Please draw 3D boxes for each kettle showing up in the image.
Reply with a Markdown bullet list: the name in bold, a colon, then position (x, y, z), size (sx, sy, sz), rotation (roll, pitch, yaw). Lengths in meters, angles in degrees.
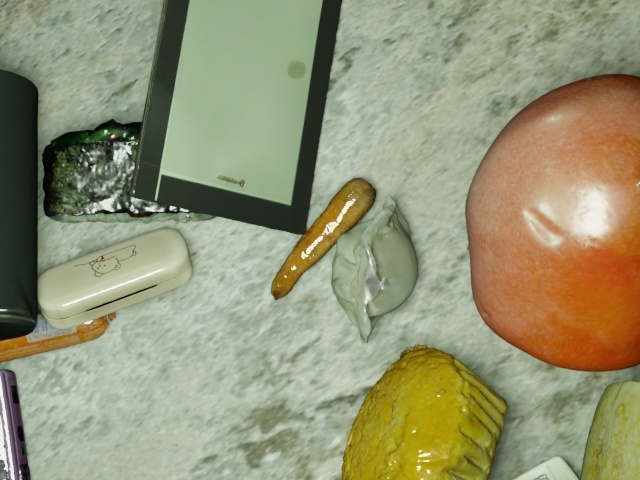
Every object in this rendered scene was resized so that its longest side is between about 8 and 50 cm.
- **kettle**: position (-0.468, -0.033, 1.587), size (0.262, 0.203, 0.308), rotation (-6, 78, 6)

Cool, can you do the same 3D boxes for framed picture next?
- **framed picture**: position (-0.093, -0.196, 1.600), size (0.265, 0.016, 0.347), rotation (11, 85, -40)

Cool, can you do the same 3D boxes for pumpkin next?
- **pumpkin**: position (0.443, 0.260, 1.470), size (0.332, 0.332, 0.199), rotation (2, 84, 4)

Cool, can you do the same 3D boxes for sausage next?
- **sausage**: position (-0.428, 0.134, 1.665), size (0.347, 0.053, 0.053), rotation (-14, 85, 2)

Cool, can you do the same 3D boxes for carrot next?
- **carrot**: position (0.000, 0.000, 1.655), size (0.047, 0.047, 0.191), rotation (40, 91, 5)

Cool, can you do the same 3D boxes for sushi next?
- **sushi**: position (-0.232, -0.083, 1.633), size (0.225, 0.124, 0.127), rotation (-2, 87, 3)

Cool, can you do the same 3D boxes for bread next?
- **bread**: position (0.117, 0.246, 1.545), size (0.139, 0.240, 0.240), rotation (31, 88, -17)

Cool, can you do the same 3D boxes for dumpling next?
- **dumpling**: position (0.060, 0.035, 1.607), size (0.108, 0.127, 0.188), rotation (14, 92, 17)

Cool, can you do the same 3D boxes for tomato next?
- **tomato**: position (0.294, -0.021, 1.503), size (0.272, 0.341, 0.341), rotation (2, 86, 17)

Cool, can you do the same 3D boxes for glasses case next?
- **glasses case**: position (-0.257, 0.046, 1.636), size (0.196, 0.050, 0.083), rotation (-22, 41, -9)

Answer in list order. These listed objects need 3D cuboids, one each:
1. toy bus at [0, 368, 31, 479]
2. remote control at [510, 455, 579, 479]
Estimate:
- **toy bus**: position (-0.415, 0.252, 1.640), size (0.098, 0.087, 0.178), rotation (-9, 83, -3)
- **remote control**: position (0.220, 0.358, 1.609), size (0.230, 0.049, 0.090), rotation (-30, 55, 2)
